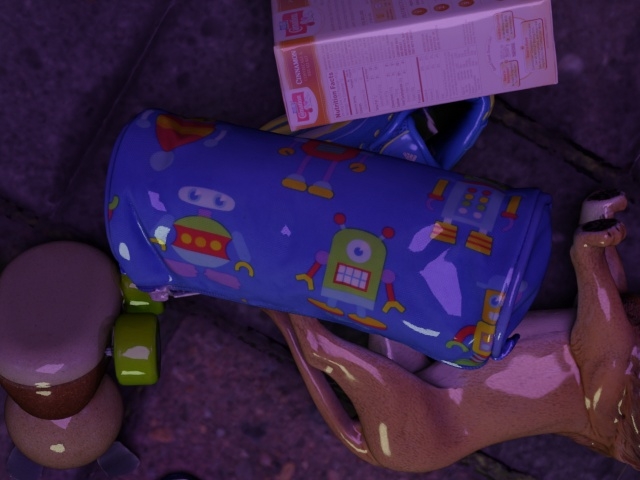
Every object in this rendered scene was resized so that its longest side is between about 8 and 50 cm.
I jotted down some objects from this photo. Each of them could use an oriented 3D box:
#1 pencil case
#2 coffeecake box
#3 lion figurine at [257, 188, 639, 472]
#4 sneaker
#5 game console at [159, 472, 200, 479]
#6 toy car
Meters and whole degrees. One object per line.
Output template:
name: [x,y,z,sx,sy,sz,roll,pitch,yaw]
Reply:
pencil case: [0.000,0.000,0.965,0.306,0.119,0.133,12,101,14]
coffeecake box: [0.060,-0.152,1.008,0.185,0.142,0.068,-10,122,2]
lion figurine: [0.146,0.105,1.091,0.392,0.142,0.240,-8,108,10]
sneaker: [0.021,-0.064,1.041,0.240,0.126,0.091,-32,101,0]
game console: [-0.106,0.376,1.083,0.173,0.250,0.293,-37,101,28]
toy car: [-0.191,0.110,1.071,0.155,0.149,0.188,-2,128,-1]
